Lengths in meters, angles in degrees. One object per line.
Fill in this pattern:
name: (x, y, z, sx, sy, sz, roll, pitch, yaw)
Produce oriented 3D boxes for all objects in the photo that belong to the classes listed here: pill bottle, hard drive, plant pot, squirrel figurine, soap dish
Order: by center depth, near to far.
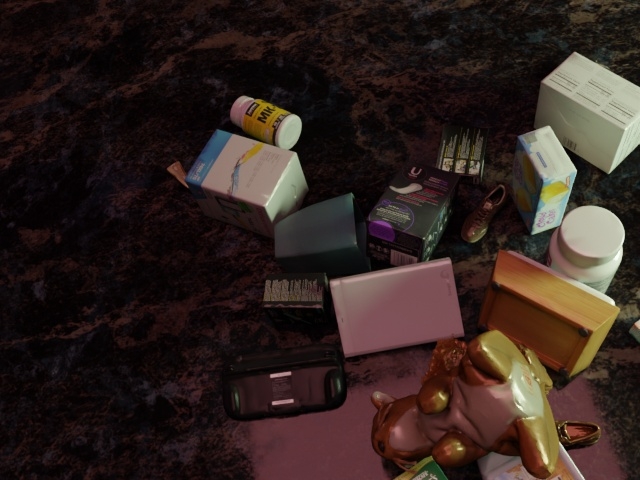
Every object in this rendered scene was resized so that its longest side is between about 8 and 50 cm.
squirrel figurine: (0.301, 0.368, 1.416, 0.370, 0.397, 0.281, -33, 85, 29)
soap dish: (0.516, 0.176, 1.507, 0.291, 0.229, 0.118, 29, 52, 24)
pill bottle: (0.622, 0.046, 1.531, 0.160, 0.283, 0.160, -5, 60, 8)
hard drive: (0.193, 0.171, 1.626, 0.308, 0.040, 0.203, -11, 97, 5)
plant pot: (0.000, 0.000, 1.755, 0.234, 0.165, 0.165, -11, 59, 13)
pill bottle: (-0.174, -0.373, 2.018, 0.208, 0.119, 0.119, 28, 70, 24)

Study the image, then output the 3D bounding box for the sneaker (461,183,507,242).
sneaker: (0.447, -0.080, 1.759, 0.066, 0.071, 0.188, 31, 70, 24)

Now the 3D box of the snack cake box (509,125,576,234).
snack cake box: (0.569, -0.150, 1.662, 0.089, 0.264, 0.152, -19, 59, 1)

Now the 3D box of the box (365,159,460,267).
box: (0.248, -0.067, 1.716, 0.165, 0.143, 0.270, 20, 51, 20)

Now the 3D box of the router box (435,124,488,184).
router box: (0.414, -0.253, 1.877, 0.133, 0.046, 0.179, 8, 63, 16)

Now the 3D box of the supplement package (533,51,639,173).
supplement package: (0.751, -0.352, 1.775, 0.145, 0.204, 0.262, -41, 62, -12)

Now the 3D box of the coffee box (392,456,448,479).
coffee box: (0.255, 0.591, 1.438, 0.113, 0.040, 0.184, -30, 60, -7)

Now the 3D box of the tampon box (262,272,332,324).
tampon box: (-0.059, 0.154, 1.698, 0.161, 0.120, 0.101, 0, 62, 11)

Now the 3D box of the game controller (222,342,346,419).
game controller: (-0.097, 0.360, 1.636, 0.319, 0.067, 0.166, -9, 74, 7)

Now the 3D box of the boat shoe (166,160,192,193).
boat shoe: (-0.422, -0.196, 2.006, 0.048, 0.056, 0.153, -44, 55, -9)

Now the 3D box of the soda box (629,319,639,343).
soda box: (0.818, 0.258, 1.505, 0.063, 0.058, 0.183, -31, 61, -7)

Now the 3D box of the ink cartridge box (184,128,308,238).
ink cartridge box: (-0.207, -0.160, 1.859, 0.270, 0.198, 0.197, 18, 66, 21)

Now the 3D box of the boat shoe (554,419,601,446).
boat shoe: (0.545, 0.437, 1.457, 0.178, 0.060, 0.064, -7, 60, 7)

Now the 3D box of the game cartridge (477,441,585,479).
game cartridge: (0.474, 0.547, 1.385, 0.198, 0.062, 0.297, -32, 64, 4)

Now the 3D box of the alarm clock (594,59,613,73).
alarm clock: (0.808, -0.447, 1.898, 0.129, 0.064, 0.192, -17, 57, 1)
